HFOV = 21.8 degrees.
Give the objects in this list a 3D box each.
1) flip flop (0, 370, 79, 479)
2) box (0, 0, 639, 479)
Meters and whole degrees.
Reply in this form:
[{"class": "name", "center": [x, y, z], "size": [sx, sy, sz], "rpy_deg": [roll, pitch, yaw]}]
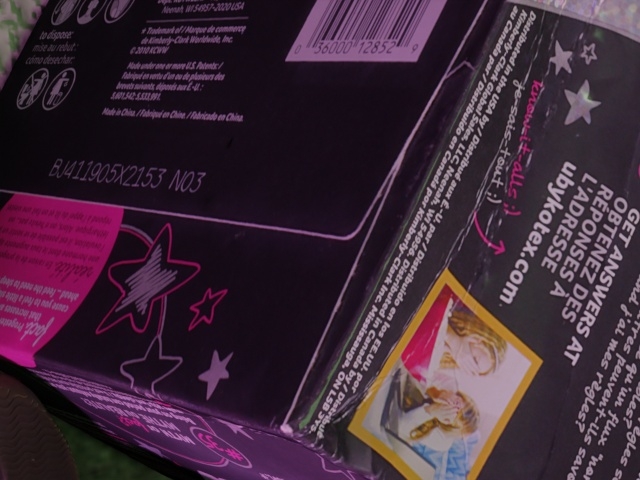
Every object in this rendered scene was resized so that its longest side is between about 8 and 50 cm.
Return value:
[{"class": "flip flop", "center": [-0.136, 0.163, 0.536], "size": [0.112, 0.080, 0.277], "rpy_deg": [-22, 123, -49]}, {"class": "box", "center": [0.000, 0.000, 0.525], "size": [0.142, 0.247, 0.163], "rpy_deg": [37, 73, -34]}]
